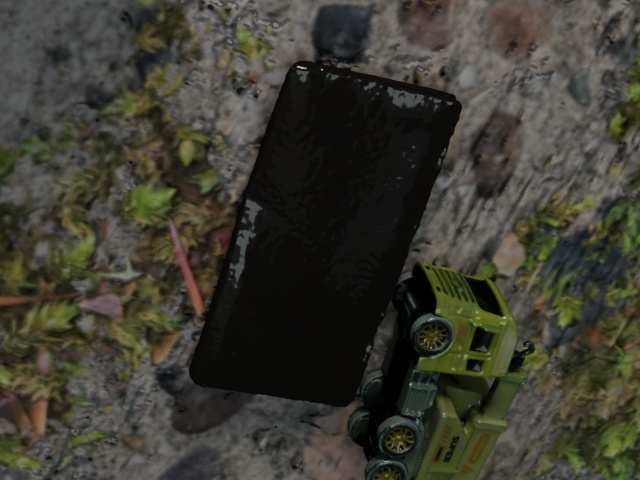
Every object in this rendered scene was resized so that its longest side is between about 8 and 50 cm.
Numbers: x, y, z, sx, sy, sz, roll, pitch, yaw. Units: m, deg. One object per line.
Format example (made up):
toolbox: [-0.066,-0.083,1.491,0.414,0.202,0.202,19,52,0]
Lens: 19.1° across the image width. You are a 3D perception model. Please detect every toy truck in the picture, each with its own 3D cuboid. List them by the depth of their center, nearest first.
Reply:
toy truck: [0.086,0.104,1.319,0.100,0.077,0.169,9,114,-17]

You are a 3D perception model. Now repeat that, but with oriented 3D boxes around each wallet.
wallet: [0.000,0.000,1.266,0.124,0.025,0.244,9,117,-20]
